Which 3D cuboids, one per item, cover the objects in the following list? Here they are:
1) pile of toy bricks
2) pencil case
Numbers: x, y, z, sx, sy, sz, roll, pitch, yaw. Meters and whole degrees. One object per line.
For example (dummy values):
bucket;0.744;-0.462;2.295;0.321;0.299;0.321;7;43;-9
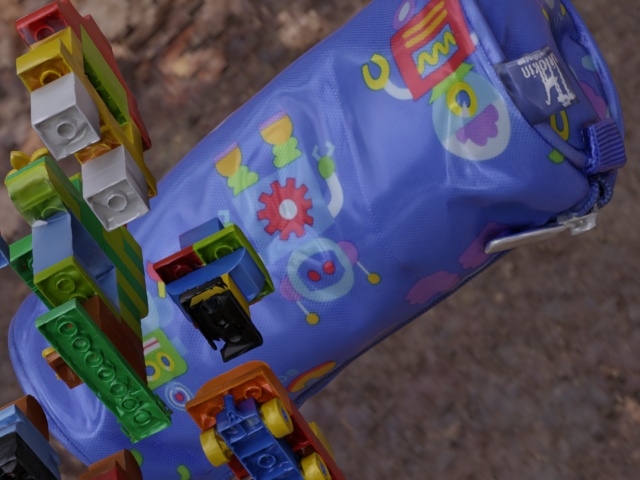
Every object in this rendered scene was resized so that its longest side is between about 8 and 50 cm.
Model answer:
pile of toy bricks;-0.078;0.016;0.653;0.118;0.212;0.105;-25;36;9
pencil case;0.000;0.000;0.815;0.306;0.119;0.133;-38;71;27
